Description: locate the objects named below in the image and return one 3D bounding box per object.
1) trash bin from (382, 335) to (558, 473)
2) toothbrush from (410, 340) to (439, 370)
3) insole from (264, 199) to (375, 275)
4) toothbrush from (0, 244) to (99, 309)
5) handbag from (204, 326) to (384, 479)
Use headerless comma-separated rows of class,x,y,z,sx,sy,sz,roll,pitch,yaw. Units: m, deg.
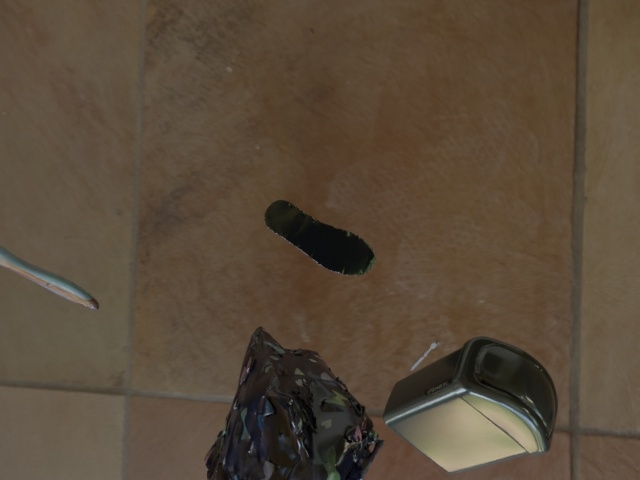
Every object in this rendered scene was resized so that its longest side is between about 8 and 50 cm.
trash bin,0.223,0.242,1.154,0.176,0.101,0.236,39,138,-14
toothbrush,0.140,0.157,1.081,0.008,0.097,0.006,-22,68,-27
insole,0.000,0.000,1.414,0.232,0.003,0.080,28,93,-23
toothbrush,-0.204,0.004,0.494,0.013,0.193,0.019,-34,50,11
handbag,-0.035,0.184,0.718,0.113,0.260,0.162,23,91,-17
